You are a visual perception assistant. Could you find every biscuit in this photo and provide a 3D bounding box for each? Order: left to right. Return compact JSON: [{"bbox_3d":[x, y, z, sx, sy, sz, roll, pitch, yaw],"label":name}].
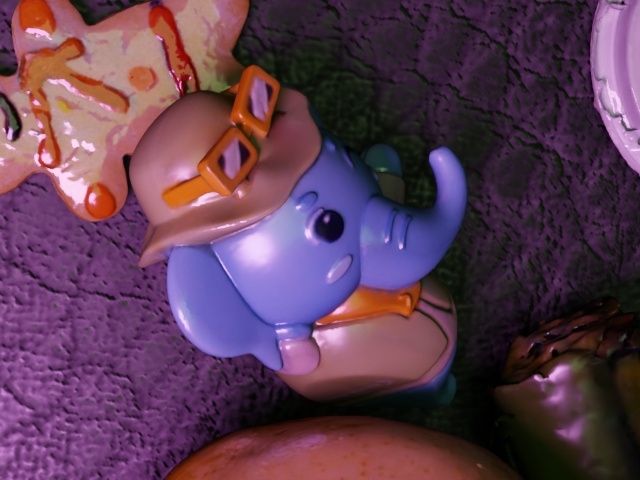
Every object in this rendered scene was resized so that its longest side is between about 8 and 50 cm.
[{"bbox_3d":[-0.148,-0.090,0.808,0.234,0.030,0.153,-15,93,-11],"label":"biscuit"}]

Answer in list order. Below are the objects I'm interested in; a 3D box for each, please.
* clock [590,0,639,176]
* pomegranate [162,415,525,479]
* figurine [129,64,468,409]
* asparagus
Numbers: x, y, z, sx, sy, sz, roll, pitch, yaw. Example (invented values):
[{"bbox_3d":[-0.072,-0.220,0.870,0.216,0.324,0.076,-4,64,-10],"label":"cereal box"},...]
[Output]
[{"bbox_3d":[0.308,-0.132,0.885,0.236,0.053,0.236,0,91,-11],"label":"clock"},{"bbox_3d":[0.013,0.240,0.738,0.307,0.307,0.307,0,92,-11],"label":"pomegranate"},{"bbox_3d":[-0.003,0.002,0.784,0.262,0.154,0.180,30,82,-36],"label":"figurine"},{"bbox_3d":[0.221,0.230,0.857,0.128,0.108,0.382,-23,98,-11],"label":"asparagus"}]
